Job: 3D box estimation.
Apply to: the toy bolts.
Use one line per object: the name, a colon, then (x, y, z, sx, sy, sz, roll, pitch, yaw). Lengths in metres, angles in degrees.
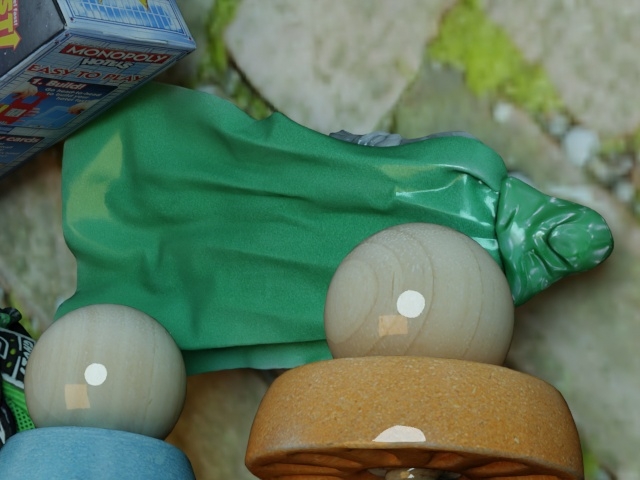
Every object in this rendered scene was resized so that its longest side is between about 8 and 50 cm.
toy bolts: (-0.008, 0.098, 0.519, 0.229, 0.218, 0.158, -6, 67, 22)

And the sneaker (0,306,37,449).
sneaker: (-0.188, 0.041, 0.604, 0.146, 0.134, 0.343, -21, 123, 14)

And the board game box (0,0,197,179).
board game box: (-0.130, -0.113, 0.589, 0.194, 0.060, 0.194, -5, 85, 47)

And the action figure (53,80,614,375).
action figure: (0.000, 0.000, 0.552, 0.232, 0.063, 0.137, 2, 100, 36)
